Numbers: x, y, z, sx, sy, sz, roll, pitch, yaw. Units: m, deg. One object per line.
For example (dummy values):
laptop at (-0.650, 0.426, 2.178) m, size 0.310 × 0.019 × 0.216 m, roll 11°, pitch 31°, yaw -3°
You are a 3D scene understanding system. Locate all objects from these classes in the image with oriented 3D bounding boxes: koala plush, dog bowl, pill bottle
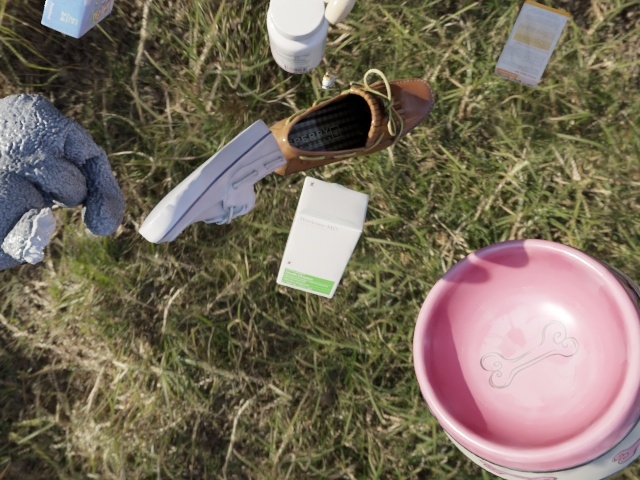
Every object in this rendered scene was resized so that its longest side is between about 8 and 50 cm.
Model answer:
koala plush at (-0.384, -0.050, 0.691) m, size 0.196 × 0.221 × 0.203 m, roll 5°, pitch 131°, yaw 4°
dog bowl at (0.332, 0.178, 0.892) m, size 0.408 × 0.408 × 0.150 m, roll -49°, pitch 142°, yaw 6°
pill bottle at (-0.059, -0.561, 1.473) m, size 0.160 × 0.283 × 0.160 m, roll 0°, pitch 90°, yaw -2°

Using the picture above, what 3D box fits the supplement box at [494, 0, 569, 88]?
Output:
supplement box at (0.288, -0.268, 0.759) m, size 0.062 × 0.036 × 0.098 m, roll 25°, pitch 97°, yaw 12°

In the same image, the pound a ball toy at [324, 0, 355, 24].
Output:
pound a ball toy at (-0.008, -0.612, 1.124) m, size 0.135 × 0.208 × 0.319 m, roll -38°, pitch 99°, yaw 27°

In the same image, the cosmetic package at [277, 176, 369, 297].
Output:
cosmetic package at (0.000, 0.000, 1.682) m, size 0.196 × 0.155 × 0.366 m, roll 15°, pitch 142°, yaw -2°

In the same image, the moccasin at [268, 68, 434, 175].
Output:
moccasin at (0.072, -0.233, 1.045) m, size 0.380 × 0.147 × 0.139 m, roll -18°, pitch 93°, yaw -27°

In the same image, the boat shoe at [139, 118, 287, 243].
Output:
boat shoe at (-0.120, -0.067, 0.709) m, size 0.095 × 0.258 × 0.084 m, roll -25°, pitch 110°, yaw 46°

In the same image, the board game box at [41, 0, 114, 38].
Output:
board game box at (-0.202, -0.313, 0.525) m, size 0.039 × 0.160 × 0.212 m, roll 20°, pitch 115°, yaw -19°

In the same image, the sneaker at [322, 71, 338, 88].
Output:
sneaker at (0.024, -0.438, 1.522) m, size 0.032 × 0.083 × 0.037 m, roll 25°, pitch 123°, yaw 10°
